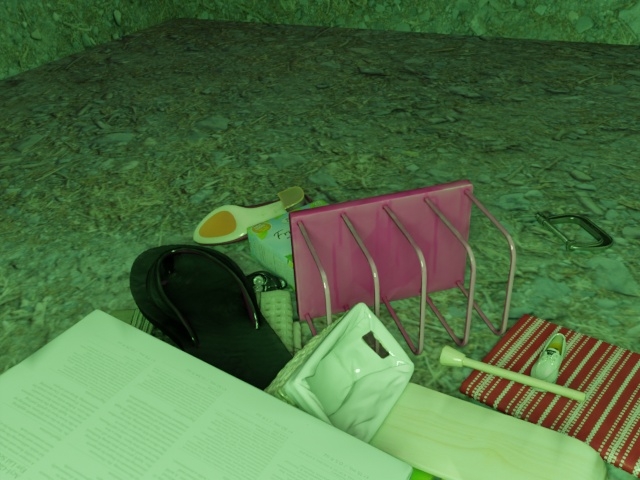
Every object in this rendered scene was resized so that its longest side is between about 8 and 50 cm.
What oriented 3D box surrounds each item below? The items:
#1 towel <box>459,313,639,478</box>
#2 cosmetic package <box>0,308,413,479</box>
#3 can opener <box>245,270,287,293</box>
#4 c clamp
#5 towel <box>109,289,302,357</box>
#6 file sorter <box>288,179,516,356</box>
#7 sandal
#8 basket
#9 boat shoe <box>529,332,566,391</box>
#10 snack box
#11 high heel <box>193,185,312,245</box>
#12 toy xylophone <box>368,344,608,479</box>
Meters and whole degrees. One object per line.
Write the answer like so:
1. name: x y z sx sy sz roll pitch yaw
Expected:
1. towel: 0.355 0.202 0.875 0.275 0.031 0.199 20 41 37
2. cosmetic package: -0.150 0.232 0.558 0.377 0.097 0.284 22 32 20
3. can opener: -0.152 0.086 1.119 0.186 0.073 0.059 -4 70 7
4. c clamp: 0.464 -0.017 1.238 0.137 0.022 0.160 -8 29 -16
5. towel: -0.182 0.196 0.945 0.312 0.056 0.324 -7 33 1
6. file sorter: 0.120 0.060 0.979 0.291 0.202 0.182 -11 35 -11
7. sandal: -0.161 0.092 0.951 0.168 0.107 0.446 -23 37 -22
8. basket: 0.016 0.173 0.779 0.103 0.113 0.167 -35 5 42
9. boat shoe: 0.311 0.162 0.886 0.035 0.035 0.100 16 39 33
10. snack box: -0.008 0.013 1.196 0.175 0.070 0.207 -24 35 -29
11. high heel: -0.131 -0.036 1.324 0.244 0.117 0.082 -26 68 1
12. toy xylophone: 0.189 0.246 0.771 0.323 0.081 0.236 20 39 34
